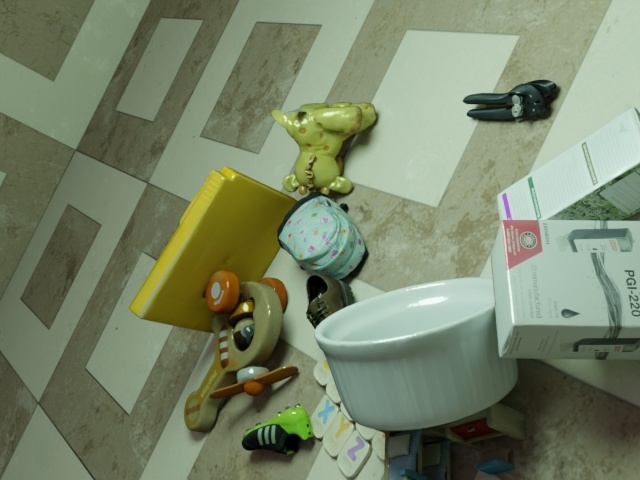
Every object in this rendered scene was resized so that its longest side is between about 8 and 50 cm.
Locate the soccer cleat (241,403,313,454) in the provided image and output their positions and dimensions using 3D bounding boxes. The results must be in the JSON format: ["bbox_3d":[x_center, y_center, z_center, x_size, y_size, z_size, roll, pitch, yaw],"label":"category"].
[{"bbox_3d":[-0.079,0.348,1.647,0.179,0.060,0.072,-38,67,42],"label":"soccer cleat"}]

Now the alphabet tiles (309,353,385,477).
[{"bbox_3d":[0.081,0.234,1.544,0.278,0.021,0.284,-58,34,7],"label":"alphabet tiles"}]

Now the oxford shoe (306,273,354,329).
[{"bbox_3d":[0.016,0.146,1.589,0.083,0.096,0.227,-45,38,21],"label":"oxford shoe"}]

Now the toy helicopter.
[{"bbox_3d":[-0.167,0.245,1.806,0.355,0.140,0.235,-59,41,24],"label":"toy helicopter"}]

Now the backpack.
[{"bbox_3d":[0.000,0.000,1.730,0.152,0.115,0.182,-54,37,8],"label":"backpack"}]

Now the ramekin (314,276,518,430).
[{"bbox_3d":[0.141,0.155,1.301,0.277,0.277,0.135,-5,103,52],"label":"ramekin"}]

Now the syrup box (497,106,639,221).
[{"bbox_3d":[0.370,-0.070,1.305,0.237,0.093,0.096,-35,43,35],"label":"syrup box"}]

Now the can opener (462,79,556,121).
[{"bbox_3d":[0.304,-0.223,1.546,0.186,0.073,0.059,-3,104,56],"label":"can opener"}]

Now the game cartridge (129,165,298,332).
[{"bbox_3d":[-0.196,0.027,1.829,0.052,0.285,0.324,33,95,31],"label":"game cartridge"}]

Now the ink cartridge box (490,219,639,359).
[{"bbox_3d":[0.330,0.061,1.158,0.092,0.217,0.159,92,179,-57],"label":"ink cartridge box"}]

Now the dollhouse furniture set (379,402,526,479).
[{"bbox_3d":[0.169,0.301,1.282,0.183,0.129,0.129,-28,47,41],"label":"dollhouse furniture set"}]

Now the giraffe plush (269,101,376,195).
[{"bbox_3d":[0.005,-0.176,1.827,0.181,0.210,0.171,9,108,43],"label":"giraffe plush"}]
